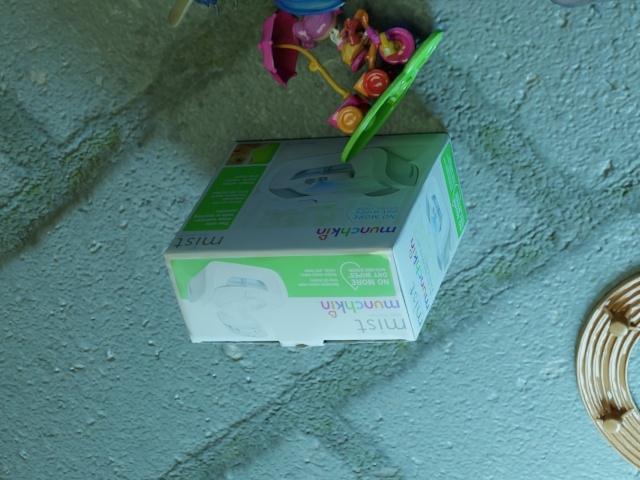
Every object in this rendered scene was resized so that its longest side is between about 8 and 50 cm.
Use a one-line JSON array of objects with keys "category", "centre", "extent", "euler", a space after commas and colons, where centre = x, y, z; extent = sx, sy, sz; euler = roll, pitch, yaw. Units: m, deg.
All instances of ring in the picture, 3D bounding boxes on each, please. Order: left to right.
[{"category": "ring", "centre": [0.447, 0.166, 2.179], "extent": [0.336, 0.032, 0.336], "euler": [10, 125, 14]}]

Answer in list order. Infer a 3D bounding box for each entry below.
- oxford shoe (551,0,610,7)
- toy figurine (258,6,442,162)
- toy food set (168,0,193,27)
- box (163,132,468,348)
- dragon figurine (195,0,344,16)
[{"category": "oxford shoe", "centre": [0.334, -0.293, 1.884], "extent": [0.271, 0.097, 0.098], "euler": [-13, 150, 22]}, {"category": "toy figurine", "centre": [0.015, -0.197, 2.058], "extent": [0.159, 0.130, 0.173], "euler": [38, 107, 5]}, {"category": "toy food set", "centre": [-0.152, -0.322, 2.030], "extent": [0.132, 0.038, 0.192], "euler": [-52, 56, 41]}, {"category": "box", "centre": [0.000, 0.000, 2.112], "extent": [0.262, 0.231, 0.127], "euler": [-1, 123, 23]}, {"category": "dragon figurine", "centre": [-0.006, -0.287, 2.006], "extent": [0.289, 0.085, 0.144], "euler": [9, 126, 16]}]
